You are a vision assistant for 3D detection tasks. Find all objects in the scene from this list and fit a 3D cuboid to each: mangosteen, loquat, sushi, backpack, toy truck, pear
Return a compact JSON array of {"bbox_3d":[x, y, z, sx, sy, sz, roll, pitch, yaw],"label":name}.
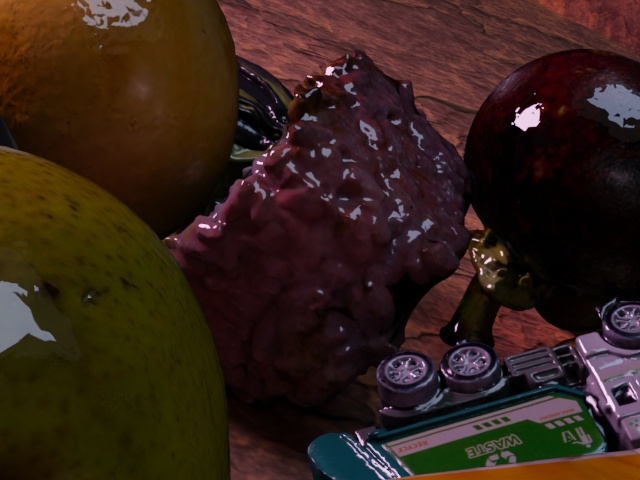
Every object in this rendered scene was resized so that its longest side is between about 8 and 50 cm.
[{"bbox_3d":[0.202,-0.022,1.169,0.231,0.289,0.231,45,-4,4],"label":"mangosteen"},{"bbox_3d":[-0.188,-0.111,1.051,0.263,0.263,0.263,19,21,-8],"label":"loquat"},{"bbox_3d":[0.000,0.000,1.015,0.171,0.236,0.270,40,29,-3],"label":"sushi"},{"bbox_3d":[-0.115,-0.109,1.275,0.253,0.140,0.207,22,23,12],"label":"backpack"},{"bbox_3d":[0.122,0.130,0.853,0.253,0.114,0.124,-14,37,-3],"label":"toy truck"},{"bbox_3d":[-0.166,0.088,0.567,0.294,0.294,0.294,19,21,-8],"label":"pear"}]

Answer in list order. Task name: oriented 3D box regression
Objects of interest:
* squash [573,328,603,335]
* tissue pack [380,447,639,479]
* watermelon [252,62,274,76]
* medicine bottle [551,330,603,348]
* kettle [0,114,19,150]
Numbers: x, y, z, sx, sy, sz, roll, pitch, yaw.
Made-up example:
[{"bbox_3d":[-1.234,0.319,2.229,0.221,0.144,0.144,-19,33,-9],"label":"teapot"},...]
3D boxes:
[{"bbox_3d":[0.265,0.012,1.346,0.170,0.170,0.123,8,40,-33],"label":"squash"},{"bbox_3d":[0.082,0.206,0.644,0.225,0.185,0.124,3,29,-40],"label":"tissue pack"},{"bbox_3d":[-0.081,-0.140,1.443,0.109,0.109,0.109,19,21,-8],"label":"watermelon"},{"bbox_3d":[0.209,0.124,1.130,0.260,0.064,0.095,-5,50,-50],"label":"medicine bottle"},{"bbox_3d":[-0.262,-0.026,0.822,0.207,0.250,0.271,-28,57,-26],"label":"kettle"}]
